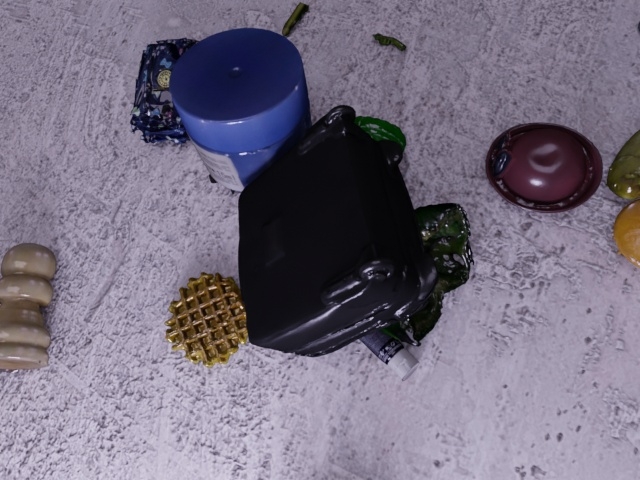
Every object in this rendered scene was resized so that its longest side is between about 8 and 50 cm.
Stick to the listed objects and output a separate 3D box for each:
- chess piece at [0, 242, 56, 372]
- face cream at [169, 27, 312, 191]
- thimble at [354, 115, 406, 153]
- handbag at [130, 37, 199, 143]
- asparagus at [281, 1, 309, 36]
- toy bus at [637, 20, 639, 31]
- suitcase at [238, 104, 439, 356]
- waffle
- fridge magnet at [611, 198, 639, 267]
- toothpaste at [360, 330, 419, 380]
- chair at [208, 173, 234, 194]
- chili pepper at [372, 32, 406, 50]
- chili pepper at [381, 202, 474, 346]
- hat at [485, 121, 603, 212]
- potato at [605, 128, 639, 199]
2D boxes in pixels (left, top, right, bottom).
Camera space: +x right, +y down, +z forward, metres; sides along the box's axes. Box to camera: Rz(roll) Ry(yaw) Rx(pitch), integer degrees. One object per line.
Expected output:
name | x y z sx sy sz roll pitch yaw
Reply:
chess piece | -0.621 0.129 0.963 0.143 0.142 0.260 -8 66 8
face cream | -0.143 -0.249 0.929 0.249 0.225 0.248 -2 62 4
thimble | 0.098 -0.187 0.936 0.130 0.118 0.090 10 76 42
handbag | -0.347 -0.346 1.077 0.162 0.113 0.259 1 79 18
asparagus | -0.062 -0.536 1.133 0.025 0.021 0.108 29 79 17
toy bus | 0.720 -0.362 0.860 0.152 0.144 0.329 -2 69 6
suitcase | 0.000 0.000 0.798 0.340 0.188 0.344 -31 55 32
waffle | -0.220 0.154 0.921 0.191 0.038 0.190 -3 72 10
fridge magnet | 0.585 -0.009 0.808 0.143 0.063 0.142 -4 70 11
toothpaste | 0.098 0.166 0.856 0.071 0.045 0.193 -40 63 -13
chair | -0.220 -0.136 1.019 0.042 0.037 0.086 -21 64 -9
chili pepper | 0.157 -0.453 1.063 0.083 0.022 0.027 28 78 14
chili pepper | 0.180 0.055 0.849 0.148 0.116 0.264 20 77 33
hat | 0.418 -0.146 0.873 0.206 0.089 0.205 -4 71 11
potato | 0.594 -0.148 0.842 0.188 0.105 0.085 -47 112 -5
